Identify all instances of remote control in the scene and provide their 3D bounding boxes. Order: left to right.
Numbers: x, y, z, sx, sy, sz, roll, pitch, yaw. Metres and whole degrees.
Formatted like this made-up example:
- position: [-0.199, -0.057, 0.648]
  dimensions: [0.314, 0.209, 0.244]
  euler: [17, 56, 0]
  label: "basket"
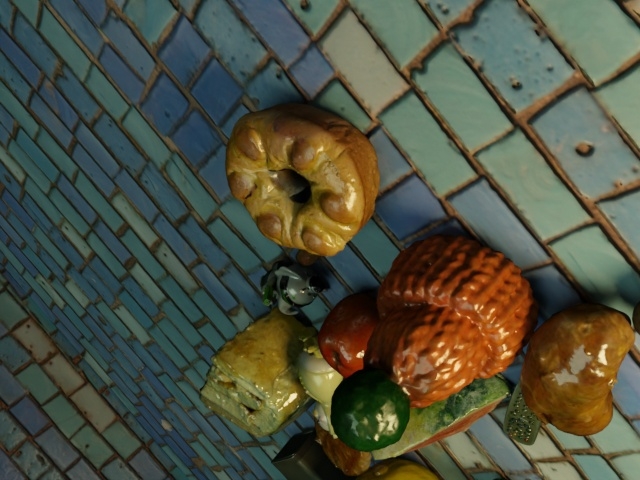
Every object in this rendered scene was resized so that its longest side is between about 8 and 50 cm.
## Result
- position: [0.418, 0.341, 1.336]
  dimensions: [0.072, 0.042, 0.222]
  euler: [25, 138, 27]
  label: "remote control"

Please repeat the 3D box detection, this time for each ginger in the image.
- position: [0.427, 0.230, 1.132]
  dimensions: [0.172, 0.165, 0.321]
  euler: [-7, 136, 6]
  label: "ginger"

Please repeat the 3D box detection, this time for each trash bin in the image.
- position: [-0.005, 0.711, 2.017]
  dimensions: [0.240, 0.122, 0.164]
  euler: [47, 142, -2]
  label: "trash bin"

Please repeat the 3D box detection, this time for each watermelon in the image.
- position: [0.250, 0.364, 1.418]
  dimensions: [0.193, 0.232, 0.310]
  euler: [44, 98, 9]
  label: "watermelon"

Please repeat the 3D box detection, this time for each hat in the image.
- position: [0.174, 0.171, 1.134]
  dimensions: [0.285, 0.400, 0.285]
  euler: [25, 133, 29]
  label: "hat"

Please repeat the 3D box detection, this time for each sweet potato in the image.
- position: [0.000, 0.000, 1.440]
  dimensions: [0.050, 0.050, 0.214]
  euler: [45, 139, 3]
  label: "sweet potato"

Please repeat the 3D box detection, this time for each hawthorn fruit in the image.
- position: [0.083, 0.212, 1.440]
  dimensions: [0.189, 0.189, 0.189]
  euler: [26, 138, 26]
  label: "hawthorn fruit"

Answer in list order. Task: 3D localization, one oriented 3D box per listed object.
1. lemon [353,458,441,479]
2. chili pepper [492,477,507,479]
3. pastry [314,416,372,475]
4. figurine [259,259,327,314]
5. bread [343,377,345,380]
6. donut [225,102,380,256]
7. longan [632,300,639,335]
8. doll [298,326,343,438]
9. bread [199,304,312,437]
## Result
- position: [0.201, 0.729, 1.666]
  dimensions: [0.348, 0.348, 0.348]
  euler: [26, 138, 26]
  label: "lemon"
- position: [0.466, 0.620, 1.488]
  dimensions: [0.257, 0.100, 0.074]
  euler: [31, 145, 17]
  label: "chili pepper"
- position: [0.065, 0.497, 1.729]
  dimensions: [0.229, 0.100, 0.218]
  euler: [32, 127, 44]
  label: "pastry"
- position: [-0.066, 0.107, 1.543]
  dimensions: [0.147, 0.126, 0.192]
  euler: [22, 162, -39]
  label: "figurine"
- position: [0.143, 0.381, 1.633]
  dimensions: [0.226, 0.049, 0.088]
  euler: [18, 134, 34]
  label: "bread"
- position: [-0.035, -0.123, 1.267]
  dimensions: [0.317, 0.150, 0.299]
  euler: [50, 141, 3]
  label: "donut"
- position: [0.528, 0.122, 0.992]
  dimensions: [0.113, 0.092, 0.113]
  euler: [23, 147, 16]
  label: "longan"
- position: [0.008, 0.351, 1.570]
  dimensions: [0.141, 0.117, 0.296]
  euler: [-137, 40, -65]
  label: "doll"
- position: [-0.145, 0.384, 1.759]
  dimensions: [0.264, 0.239, 0.395]
  euler: [40, 143, 10]
  label: "bread"
